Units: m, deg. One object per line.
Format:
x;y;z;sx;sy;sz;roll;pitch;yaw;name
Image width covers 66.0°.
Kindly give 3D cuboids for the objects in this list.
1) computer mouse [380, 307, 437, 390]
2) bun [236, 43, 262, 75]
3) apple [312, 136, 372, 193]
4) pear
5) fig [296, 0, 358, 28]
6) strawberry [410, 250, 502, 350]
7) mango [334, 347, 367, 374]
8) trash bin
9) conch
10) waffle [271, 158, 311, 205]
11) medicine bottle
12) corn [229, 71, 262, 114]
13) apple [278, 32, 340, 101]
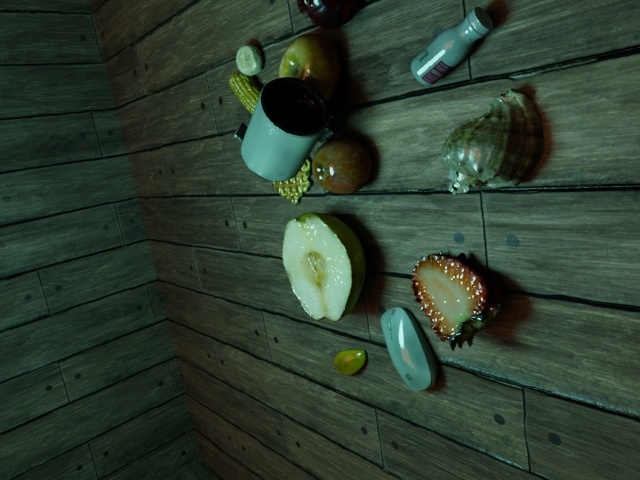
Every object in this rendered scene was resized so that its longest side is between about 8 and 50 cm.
0.287;0.374;1.673;0.159;0.097;0.288;-39;75;52;computer mouse
-0.269;-0.696;1.902;0.115;0.069;0.115;9;110;27;bun
0.068;-0.243;1.614;0.188;0.174;0.188;23;121;46;apple
0.041;0.080;1.766;0.340;0.191;0.387;-3;102;46;pear
-0.004;-0.737;1.497;0.249;0.186;0.204;4;126;57;fig
0.403;0.152;1.445;0.233;0.137;0.306;-54;36;25;strawberry
0.116;0.479;1.949;0.187;0.066;0.101;-35;79;42;mango
-0.118;-0.342;1.547;0.277;0.217;0.262;26;148;-8;trash bin
0.411;-0.225;1.226;0.210;0.159;0.291;46;133;30;conch
-0.120;-0.274;1.928;0.243;0.058;0.238;48;133;23;waffle
0.334;-0.493;1.260;0.216;0.090;0.090;-33;80;50;medicine bottle
-0.252;-0.545;1.926;0.313;0.102;0.102;52;138;21;corn
-0.030;-0.547;1.611;0.235;0.173;0.210;-50;59;39;apple
